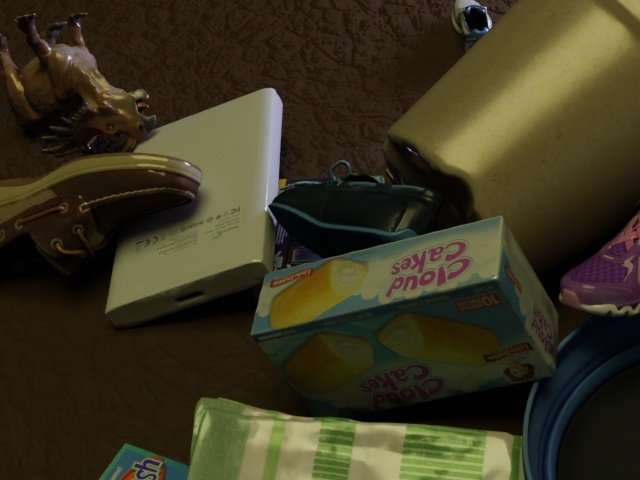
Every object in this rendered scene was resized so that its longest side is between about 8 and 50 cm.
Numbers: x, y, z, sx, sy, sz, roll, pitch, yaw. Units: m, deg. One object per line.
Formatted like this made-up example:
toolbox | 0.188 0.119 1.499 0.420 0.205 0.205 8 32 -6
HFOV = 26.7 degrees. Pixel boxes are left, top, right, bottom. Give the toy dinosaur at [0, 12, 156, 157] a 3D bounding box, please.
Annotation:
toy dinosaur | -0.354 -0.191 1.789 0.127 0.200 0.295 -16 5 -35

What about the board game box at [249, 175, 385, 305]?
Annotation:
board game box | 0.000 0.000 1.565 0.141 0.048 0.170 -2 45 14

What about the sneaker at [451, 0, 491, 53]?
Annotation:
sneaker | 0.209 -0.299 1.820 0.052 0.058 0.135 -13 43 -1

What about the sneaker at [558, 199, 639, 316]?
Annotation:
sneaker | 0.336 -0.002 1.352 0.236 0.104 0.095 -22 27 -21

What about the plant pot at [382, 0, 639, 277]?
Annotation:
plant pot | 0.250 -0.114 1.466 0.305 0.334 0.334 -38 48 -10

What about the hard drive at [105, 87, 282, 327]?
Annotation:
hard drive | -0.146 -0.045 1.612 0.203 0.040 0.307 -18 40 18

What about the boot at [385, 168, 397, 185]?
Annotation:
boot | 0.121 -0.094 1.640 0.087 0.042 0.118 -19 43 -4

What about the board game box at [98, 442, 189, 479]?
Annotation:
board game box | -0.140 0.295 1.290 0.210 0.047 0.160 14 49 25

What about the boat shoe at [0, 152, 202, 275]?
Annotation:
boat shoe | -0.296 -0.017 1.589 0.342 0.123 0.123 -10 74 15

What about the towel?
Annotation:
towel | 0.029 0.264 1.245 0.325 0.038 0.248 6 49 2

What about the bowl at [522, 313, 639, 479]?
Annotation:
bowl | 0.383 0.203 1.249 0.391 0.077 0.391 -6 44 6

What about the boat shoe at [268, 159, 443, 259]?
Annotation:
boat shoe | 0.045 -0.024 1.444 0.258 0.109 0.089 16 63 51

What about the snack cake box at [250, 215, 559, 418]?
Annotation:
snack cake box | 0.085 0.083 1.333 0.264 0.152 0.089 -15 39 25
